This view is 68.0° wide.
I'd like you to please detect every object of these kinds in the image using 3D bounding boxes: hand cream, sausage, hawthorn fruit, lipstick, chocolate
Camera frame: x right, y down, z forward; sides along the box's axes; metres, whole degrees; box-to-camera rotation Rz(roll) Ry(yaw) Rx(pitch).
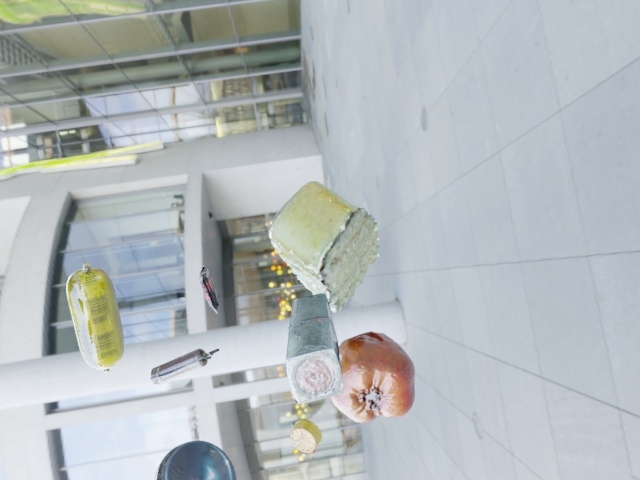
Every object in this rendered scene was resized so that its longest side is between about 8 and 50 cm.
[{"bbox_3d":[-0.103,0.294,0.354,0.120,0.061,0.271,-148,63,-67],"label":"hand cream"},{"bbox_3d":[-0.637,0.222,1.352,0.123,0.123,0.347,-105,14,-68],"label":"sausage"},{"bbox_3d":[0.114,0.300,1.118,0.243,0.207,0.208,-91,-6,-68],"label":"hawthorn fruit"},{"bbox_3d":[-0.012,0.157,0.768,0.290,0.076,0.078,-107,2,-81],"label":"lipstick"},{"bbox_3d":[-0.236,0.098,1.000,0.182,0.028,0.086,-139,28,-75],"label":"chocolate"}]

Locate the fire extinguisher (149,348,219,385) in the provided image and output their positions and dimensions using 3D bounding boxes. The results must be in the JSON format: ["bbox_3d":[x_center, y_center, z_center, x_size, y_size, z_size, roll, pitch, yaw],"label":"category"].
[{"bbox_3d":[-0.308,0.281,1.073,0.043,0.158,0.064,66,-169,4],"label":"fire extinguisher"}]

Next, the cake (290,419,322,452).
[{"bbox_3d":[-0.038,0.525,1.276,0.044,0.084,0.084,-38,-55,-58],"label":"cake"}]

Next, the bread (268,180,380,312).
[{"bbox_3d":[-0.005,-0.006,1.282,0.264,0.239,0.395,36,167,24],"label":"bread"}]
